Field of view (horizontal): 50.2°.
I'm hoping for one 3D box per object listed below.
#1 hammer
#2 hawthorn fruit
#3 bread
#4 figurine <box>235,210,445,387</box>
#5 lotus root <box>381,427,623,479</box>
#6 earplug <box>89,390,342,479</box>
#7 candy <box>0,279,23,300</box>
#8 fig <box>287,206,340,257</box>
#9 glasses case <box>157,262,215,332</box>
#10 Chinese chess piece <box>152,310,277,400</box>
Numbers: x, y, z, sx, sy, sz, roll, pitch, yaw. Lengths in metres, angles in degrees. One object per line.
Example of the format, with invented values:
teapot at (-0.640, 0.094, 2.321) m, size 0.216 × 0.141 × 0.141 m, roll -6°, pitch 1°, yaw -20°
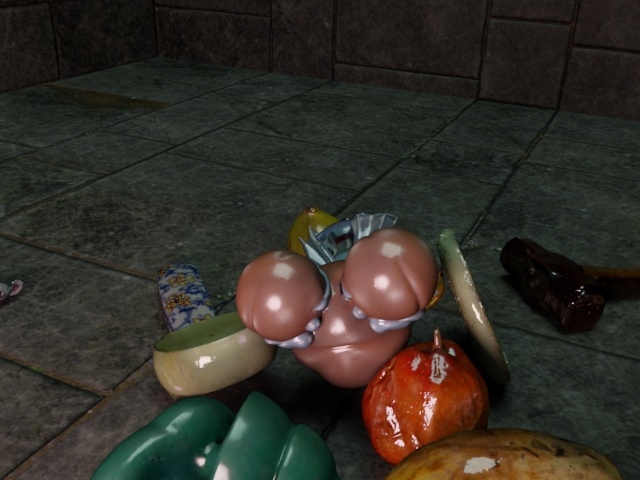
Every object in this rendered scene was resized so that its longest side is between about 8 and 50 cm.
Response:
hammer at (0.591, 0.070, 1.358) m, size 0.408 × 0.095 × 0.242 m, roll -2°, pitch 25°, yaw -14°
hawthorn fruit at (0.138, 0.223, 0.900) m, size 0.173 × 0.179 × 0.173 m, roll 11°, pitch 50°, yaw -13°
bread at (0.241, 0.104, 1.085) m, size 0.040 × 0.267 × 0.267 m, roll -22°, pitch 23°, yaw 11°
figurine at (0.050, 0.072, 1.059) m, size 0.276 × 0.248 × 0.388 m, roll -14°, pitch 16°, yaw 11°
lotus root at (0.193, 0.297, 0.739) m, size 0.290 × 0.193 × 0.193 m, roll 1°, pitch 25°, yaw -4°
earplug at (-0.111, 0.283, 0.769) m, size 0.280 × 0.164 × 0.257 m, roll 14°, pitch 32°, yaw 0°
candy at (-0.630, 0.106, 1.243) m, size 0.175 × 0.045 × 0.043 m, roll -20°, pitch 67°, yaw -42°
fig at (-0.001, 0.011, 1.410) m, size 0.153 × 0.121 × 0.136 m, roll 39°, pitch 33°, yaw 17°
glasses case at (-0.244, 0.110, 1.232) m, size 0.087 × 0.065 × 0.248 m, roll -5°, pitch 27°, yaw -17°
Chinese chess piece at (-0.158, 0.168, 1.036) m, size 0.188 × 0.083 × 0.188 m, roll -16°, pitch 7°, yaw 2°
